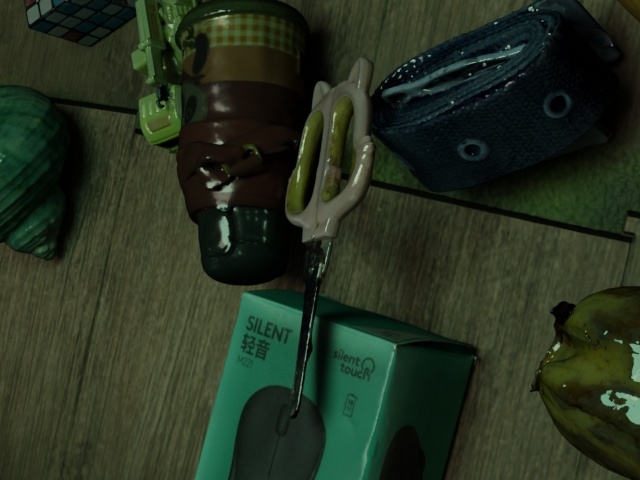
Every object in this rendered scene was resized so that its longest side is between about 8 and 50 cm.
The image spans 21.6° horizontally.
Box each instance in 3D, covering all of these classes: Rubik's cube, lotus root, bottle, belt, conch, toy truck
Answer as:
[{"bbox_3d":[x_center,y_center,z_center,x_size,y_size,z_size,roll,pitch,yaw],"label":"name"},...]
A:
[{"bbox_3d":[-0.267,-0.283,1.856,0.092,0.092,0.092,-28,65,33],"label":"Rubik's cube"},{"bbox_3d":[0.292,0.133,1.256,0.275,0.160,0.152,34,79,38],"label":"lotus root"},{"bbox_3d":[-0.071,-0.093,1.610,0.143,0.156,0.271,-13,69,31],"label":"bottle"},{"bbox_3d":[0.153,-0.111,1.452,0.218,0.128,0.122,-19,40,38],"label":"belt"},{"bbox_3d":[-0.345,-0.078,1.863,0.196,0.134,0.202,147,122,-79],"label":"conch"},{"bbox_3d":[-0.150,-0.176,1.729,0.077,0.100,0.169,-16,71,39],"label":"toy truck"}]

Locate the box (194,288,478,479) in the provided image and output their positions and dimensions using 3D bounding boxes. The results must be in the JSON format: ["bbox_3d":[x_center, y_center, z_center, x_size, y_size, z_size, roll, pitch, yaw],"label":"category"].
[{"bbox_3d":[-0.005,0.214,1.518,0.205,0.118,0.311,17,93,40],"label":"box"}]

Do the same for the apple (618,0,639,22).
[{"bbox_3d":[0.338,-0.281,1.171,0.364,0.364,0.364,-9,76,39],"label":"apple"}]

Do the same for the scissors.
[{"bbox_3d":[0.000,0.000,1.466,0.160,0.024,0.317,-19,59,62],"label":"scissors"}]
